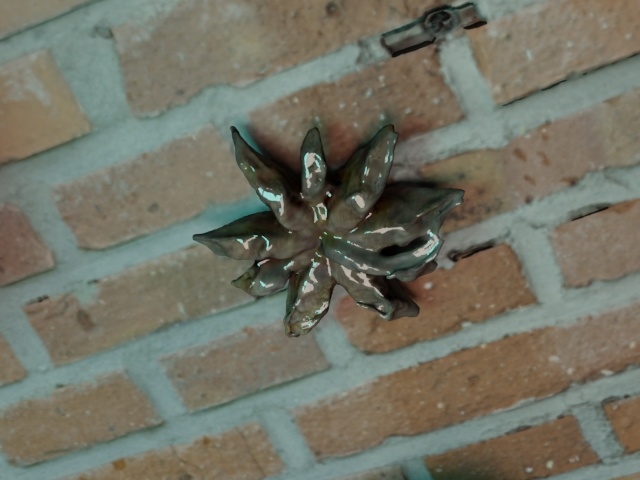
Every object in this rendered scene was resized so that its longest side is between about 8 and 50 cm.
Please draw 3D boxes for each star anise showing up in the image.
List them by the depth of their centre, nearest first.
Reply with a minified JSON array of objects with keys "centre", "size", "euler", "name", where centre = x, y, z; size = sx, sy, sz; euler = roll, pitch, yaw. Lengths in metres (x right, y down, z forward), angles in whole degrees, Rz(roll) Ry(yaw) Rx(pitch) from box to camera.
[{"centre":[0.000,0.000,0.851],"size":[0.182,0.065,0.195],"euler":[12,126,-3],"name":"star anise"}]
